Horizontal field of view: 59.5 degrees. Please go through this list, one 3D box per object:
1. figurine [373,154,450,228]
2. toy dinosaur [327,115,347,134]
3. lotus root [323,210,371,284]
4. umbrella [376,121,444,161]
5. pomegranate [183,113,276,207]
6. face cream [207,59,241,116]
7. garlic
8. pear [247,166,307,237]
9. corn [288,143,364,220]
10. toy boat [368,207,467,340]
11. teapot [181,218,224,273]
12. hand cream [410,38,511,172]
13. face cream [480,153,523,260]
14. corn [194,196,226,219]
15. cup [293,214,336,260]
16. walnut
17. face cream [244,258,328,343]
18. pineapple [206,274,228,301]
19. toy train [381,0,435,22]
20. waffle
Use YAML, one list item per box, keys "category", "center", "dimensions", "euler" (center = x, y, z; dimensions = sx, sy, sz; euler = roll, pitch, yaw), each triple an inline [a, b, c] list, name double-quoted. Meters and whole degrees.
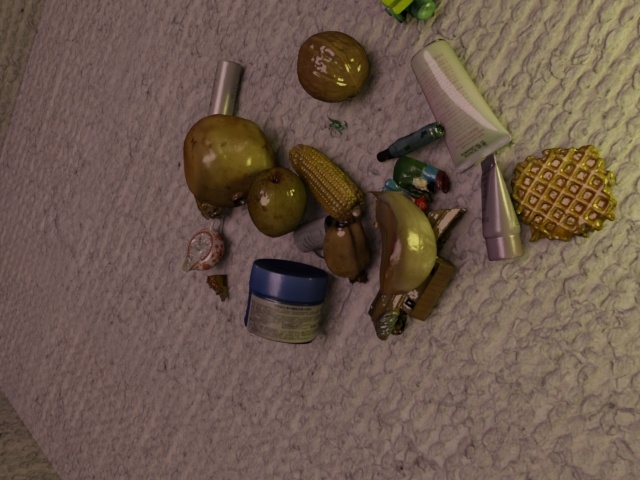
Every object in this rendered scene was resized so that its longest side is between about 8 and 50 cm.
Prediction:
- category: "figurine"
  center: [0.258, -0.115, 1.634]
  dimensions: [0.185, 0.127, 0.234]
  euler: [27, 94, 24]
- category: "toy dinosaur"
  center: [0.053, -0.384, 1.829]
  dimensions: [0.062, 0.021, 0.083]
  euler: [-18, 83, 26]
- category: "lotus root"
  center: [0.083, 0.020, 1.704]
  dimensions: [0.140, 0.154, 0.256]
  euler: [25, 141, 34]
- category: "umbrella"
  center: [0.255, -0.281, 1.633]
  dimensions: [0.250, 0.053, 0.052]
  euler: [-19, 82, 49]
- category: "pomegranate"
  center: [-0.319, -0.261, 1.911]
  dimensions: [0.333, 0.333, 0.332]
  euler: [0, 89, 35]
- category: "face cream"
  center: [-0.363, -0.503, 2.075]
  dimensions: [0.092, 0.092, 0.311]
  euler: [16, 99, 34]
- category: "garlic"
  center: [0.196, -0.024, 1.523]
  dimensions: [0.196, 0.151, 0.338]
  euler: [-22, 73, 40]
- category: "pear"
  center: [-0.136, -0.133, 1.779]
  dimensions: [0.211, 0.189, 0.228]
  euler: [101, 175, -49]
- category: "corn"
  center: [0.020, -0.185, 1.785]
  dimensions: [0.347, 0.130, 0.130]
  euler: [49, 115, 26]
- category: "toy boat"
  center: [0.283, 0.096, 1.600]
  dimensions: [0.162, 0.136, 0.445]
  euler: [32, 106, 25]
- category: "teapot"
  center: [-0.425, 0.022, 2.098]
  dimensions: [0.159, 0.116, 0.245]
  euler: [10, 77, 44]
- category: "hand cream"
  center: [0.376, -0.385, 1.561]
  dimensions: [0.186, 0.118, 0.358]
  euler: [-33, 78, 40]
- category: "face cream"
  center: [0.467, -0.086, 1.482]
  dimensions: [0.096, 0.154, 0.273]
  euler: [-10, 88, 6]
- category: "corn"
  center: [-0.433, -0.215, 2.099]
  dimensions: [0.115, 0.115, 0.317]
  euler: [-38, 59, 28]
- category: "cup"
  center: [-0.006, -0.002, 1.817]
  dimensions: [0.133, 0.099, 0.135]
  euler: [-15, 80, 33]
- category: "walnut"
  center: [0.040, -0.532, 1.729]
  dimensions: [0.228, 0.228, 0.227]
  euler: [0, 89, 35]
- category: "face cream"
  center: [-0.114, 0.193, 1.799]
  dimensions: [0.249, 0.249, 0.225]
  euler: [17, 98, 34]
- category: "pineapple"
  center: [-0.375, 0.174, 2.102]
  dimensions: [0.114, 0.077, 0.114]
  euler: [65, 156, 5]
- category: "toy train"
  center: [0.167, -0.824, 1.605]
  dimensions: [0.179, 0.272, 0.442]
  euler: [-39, 69, 25]
- category: "waffle"
  center: [0.611, -0.119, 1.425]
  dimensions: [0.254, 0.052, 0.245]
  euler: [-13, 83, 33]
